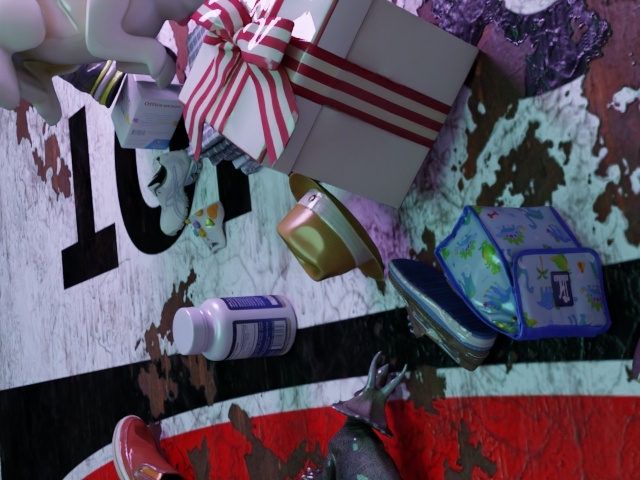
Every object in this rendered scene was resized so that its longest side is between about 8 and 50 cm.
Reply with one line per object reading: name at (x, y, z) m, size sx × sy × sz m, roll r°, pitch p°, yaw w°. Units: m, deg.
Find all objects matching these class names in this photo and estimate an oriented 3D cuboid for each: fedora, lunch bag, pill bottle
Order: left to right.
pill bottle at (-0.130, 0.131, 1.514) m, size 0.094 × 0.169 × 0.094 m, roll 1°, pitch 91°, yaw 57°
fedora at (0.000, 0.000, 1.320) m, size 0.194 × 0.079 × 0.194 m, roll 47°, pitch 169°, yaw 12°
lunch bag at (0.212, 0.038, 1.031) m, size 0.096 × 0.129 × 0.151 m, roll -60°, pitch 44°, yaw 39°

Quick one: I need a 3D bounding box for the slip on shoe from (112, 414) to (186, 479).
slip on shoe at (-0.293, 0.445, 1.844) m, size 0.101 × 0.123 × 0.331 m, roll -41°, pitch 45°, yaw 10°

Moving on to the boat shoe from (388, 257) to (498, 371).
boat shoe at (0.133, 0.088, 1.209) m, size 0.183 × 0.066 × 0.066 m, roll 47°, pitch 130°, yaw 45°

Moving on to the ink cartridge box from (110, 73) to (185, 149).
ink cartridge box at (-0.313, -0.248, 1.853) m, size 0.143 × 0.092 × 0.089 m, roll -57°, pitch 45°, yaw 38°

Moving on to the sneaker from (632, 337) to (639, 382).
sneaker at (0.330, 0.046, 0.918) m, size 0.185 × 0.070 × 0.084 m, roll -65°, pitch 32°, yaw 25°

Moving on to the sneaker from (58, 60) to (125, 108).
sneaker at (-0.405, -0.385, 1.903) m, size 0.111 × 0.121 × 0.299 m, roll -50°, pitch 23°, yaw 43°

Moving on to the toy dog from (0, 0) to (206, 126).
toy dog at (-0.358, -0.419, 1.682) m, size 0.284 × 0.408 × 0.395 m, roll 54°, pitch -166°, yaw -78°

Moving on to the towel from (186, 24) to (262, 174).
towel at (-0.111, -0.256, 1.521) m, size 0.284 × 0.121 × 0.234 m, roll -32°, pitch 63°, yaw 52°

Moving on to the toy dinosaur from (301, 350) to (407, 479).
toy dinosaur at (0.062, 0.316, 1.276) m, size 0.160 × 0.121 × 0.313 m, roll 119°, pitch 142°, yaw -57°

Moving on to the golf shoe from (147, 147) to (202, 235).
golf shoe at (-0.277, -0.087, 1.809) m, size 0.069 × 0.086 × 0.176 m, roll 47°, pitch 130°, yaw 43°

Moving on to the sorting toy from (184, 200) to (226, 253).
sorting toy at (-0.190, -0.016, 1.729) m, size 0.083 × 0.045 × 0.075 m, roll -33°, pitch 83°, yaw 52°

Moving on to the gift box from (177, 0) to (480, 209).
gift box at (-0.009, -0.181, 1.194) m, size 0.255 × 0.258 × 0.276 m, roll 32°, pitch 101°, yaw 51°
